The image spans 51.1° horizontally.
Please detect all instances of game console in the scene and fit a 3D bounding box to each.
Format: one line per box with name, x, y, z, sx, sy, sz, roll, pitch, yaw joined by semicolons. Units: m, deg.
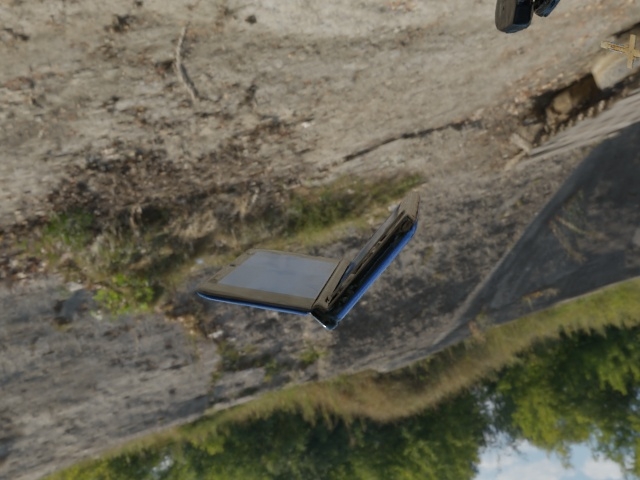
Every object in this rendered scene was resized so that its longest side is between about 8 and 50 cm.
game console;0.000;0.000;0.949;0.250;0.173;0.293;-51;180;14

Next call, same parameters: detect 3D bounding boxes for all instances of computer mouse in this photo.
computer mouse;0.276;-0.311;0.859;0.041;0.071;0.242;1;-169;-2

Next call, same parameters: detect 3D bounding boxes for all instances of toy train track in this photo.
toy train track;0.447;-0.282;0.982;0.014;0.048;0.083;-17;-149;-17
